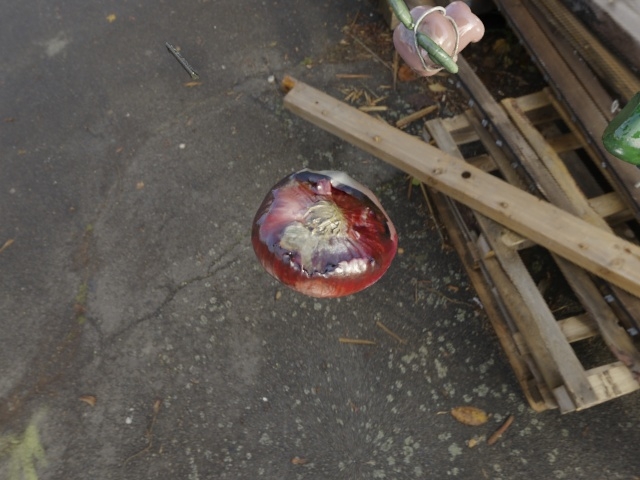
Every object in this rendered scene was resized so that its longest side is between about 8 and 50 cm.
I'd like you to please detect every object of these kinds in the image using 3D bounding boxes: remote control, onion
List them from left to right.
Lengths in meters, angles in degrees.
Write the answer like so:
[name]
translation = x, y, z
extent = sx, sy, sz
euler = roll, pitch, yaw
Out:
[remote control]
translation = -0.294, -0.379, 0.909
extent = 0.016, 0.034, 0.091
euler = -41, 86, 12
[onion]
translation = 0.000, 0.000, 0.798
extent = 0.271, 0.195, 0.272
euler = 10, 47, -11

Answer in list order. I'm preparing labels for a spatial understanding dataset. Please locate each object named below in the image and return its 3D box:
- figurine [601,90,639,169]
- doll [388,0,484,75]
[figurine]
translation = 0.680, -0.176, 0.831
extent = 0.234, 0.127, 0.185
euler = 39, 78, 7
[doll]
translation = 0.315, -0.584, 1.205
extent = 0.216, 0.268, 0.284
euler = -42, 75, 30
